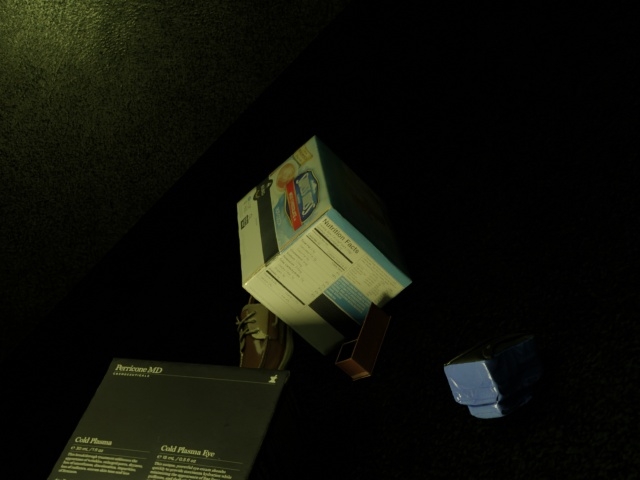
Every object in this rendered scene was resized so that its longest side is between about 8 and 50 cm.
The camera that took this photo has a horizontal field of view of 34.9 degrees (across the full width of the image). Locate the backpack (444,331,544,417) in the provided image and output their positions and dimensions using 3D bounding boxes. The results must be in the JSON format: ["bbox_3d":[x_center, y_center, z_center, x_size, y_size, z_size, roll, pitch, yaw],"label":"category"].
[{"bbox_3d":[0.246,0.183,1.404,0.120,0.101,0.098,-25,9,-38],"label":"backpack"}]

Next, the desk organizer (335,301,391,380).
[{"bbox_3d":[0.075,0.175,1.784,0.047,0.050,0.130,-25,33,45],"label":"desk organizer"}]

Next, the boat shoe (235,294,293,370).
[{"bbox_3d":[-0.121,0.180,2.046,0.123,0.116,0.324,-32,28,35],"label":"boat shoe"}]

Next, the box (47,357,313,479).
[{"bbox_3d":[-0.227,0.372,1.654,0.343,0.179,0.313,2,43,21],"label":"box"}]

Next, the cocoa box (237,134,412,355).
[{"bbox_3d":[0.000,0.000,1.961,0.228,0.231,0.347,-42,24,15],"label":"cocoa box"}]
